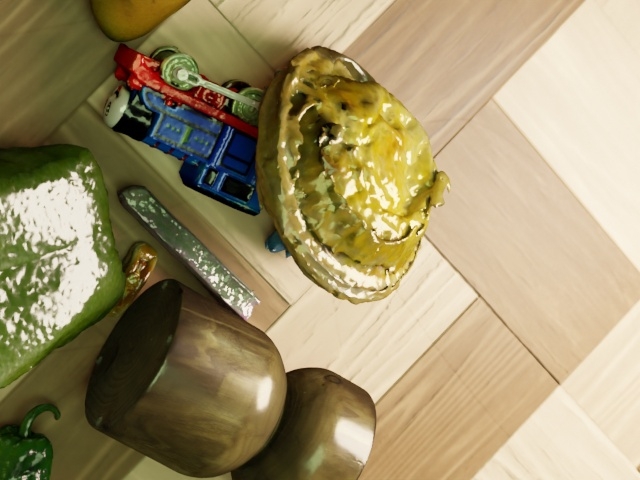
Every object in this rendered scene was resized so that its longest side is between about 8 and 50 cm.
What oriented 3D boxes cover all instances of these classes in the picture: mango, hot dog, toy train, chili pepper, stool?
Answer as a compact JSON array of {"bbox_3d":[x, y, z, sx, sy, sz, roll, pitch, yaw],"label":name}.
[{"bbox_3d":[-0.174,-0.281,1.694,0.163,0.089,0.111,-40,114,1],"label":"mango"},{"bbox_3d":[-0.205,0.044,1.788,0.030,0.034,0.090,34,89,-25],"label":"hot dog"},{"bbox_3d":[-0.131,-0.120,1.751,0.204,0.083,0.131,25,95,-24],"label":"toy train"},{"bbox_3d":[-0.327,0.302,1.788,0.100,0.074,0.257,-1,107,-24],"label":"chili pepper"},{"bbox_3d":[-0.096,0.178,1.784,0.264,0.179,0.179,32,90,-23],"label":"stool"}]

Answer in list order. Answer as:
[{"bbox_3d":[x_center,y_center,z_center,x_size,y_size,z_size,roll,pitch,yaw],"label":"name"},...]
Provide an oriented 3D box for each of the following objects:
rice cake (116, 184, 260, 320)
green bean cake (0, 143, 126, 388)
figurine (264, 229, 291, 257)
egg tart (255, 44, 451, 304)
[{"bbox_3d":[-0.143,0.011,1.800,0.207,0.047,0.036,46,69,-25],"label":"rice cake"},{"bbox_3d":[-0.319,0.022,1.659,0.248,0.125,0.222,-24,113,-40],"label":"green bean cake"},{"bbox_3d":[0.000,0.000,1.818,0.114,0.114,0.079,4,97,-22],"label":"figurine"},{"bbox_3d":[0.047,-0.078,1.748,0.291,0.107,0.291,24,59,-46],"label":"egg tart"}]
